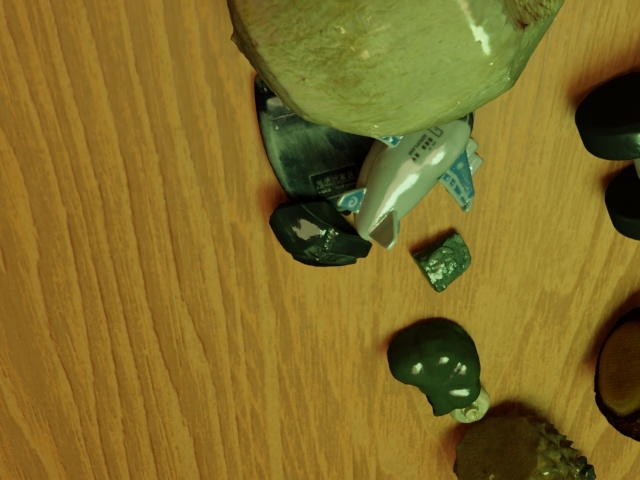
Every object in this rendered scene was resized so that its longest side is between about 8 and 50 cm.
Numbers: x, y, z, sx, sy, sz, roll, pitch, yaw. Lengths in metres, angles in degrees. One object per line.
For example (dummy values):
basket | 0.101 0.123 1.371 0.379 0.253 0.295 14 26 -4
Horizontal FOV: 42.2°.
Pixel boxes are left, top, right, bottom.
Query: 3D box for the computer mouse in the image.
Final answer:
computer mouse | 0.000 0.000 1.297 0.106 0.062 0.192 -33 133 31

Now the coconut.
coconut | 0.057 -0.294 0.924 0.405 0.404 0.404 -2 125 -3

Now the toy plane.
toy plane | 0.132 -0.115 1.181 0.267 0.123 0.266 -14 119 -27

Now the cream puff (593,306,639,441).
cream puff | 0.581 0.231 1.415 0.165 0.239 0.239 16 122 -12

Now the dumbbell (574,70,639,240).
dumbbell | 0.475 -0.120 1.211 0.152 0.152 0.218 -24 123 12

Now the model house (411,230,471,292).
model house | 0.205 0.035 1.364 0.083 0.066 0.078 -36 110 -1

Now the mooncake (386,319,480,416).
mooncake | 0.201 0.229 1.468 0.175 0.104 0.168 16 128 -11

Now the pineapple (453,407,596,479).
pineapple | 0.431 0.477 1.611 0.223 0.223 0.357 -37 130 20

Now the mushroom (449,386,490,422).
mushroom | 0.275 0.304 1.544 0.084 0.067 0.083 -1 118 -2

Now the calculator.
calculator | 0.007 -0.141 1.235 0.177 0.040 0.268 -15 129 9
